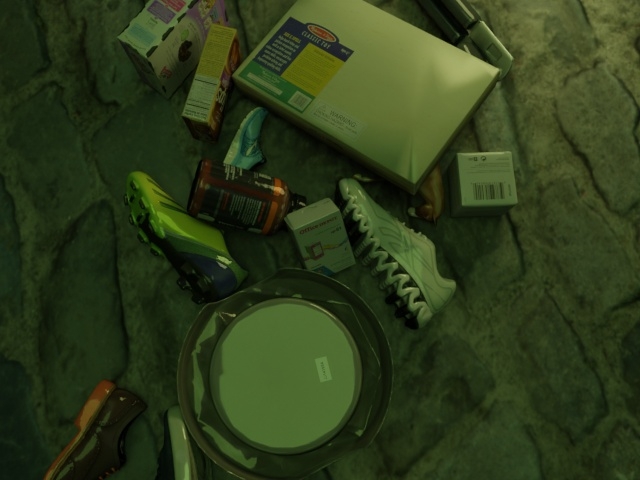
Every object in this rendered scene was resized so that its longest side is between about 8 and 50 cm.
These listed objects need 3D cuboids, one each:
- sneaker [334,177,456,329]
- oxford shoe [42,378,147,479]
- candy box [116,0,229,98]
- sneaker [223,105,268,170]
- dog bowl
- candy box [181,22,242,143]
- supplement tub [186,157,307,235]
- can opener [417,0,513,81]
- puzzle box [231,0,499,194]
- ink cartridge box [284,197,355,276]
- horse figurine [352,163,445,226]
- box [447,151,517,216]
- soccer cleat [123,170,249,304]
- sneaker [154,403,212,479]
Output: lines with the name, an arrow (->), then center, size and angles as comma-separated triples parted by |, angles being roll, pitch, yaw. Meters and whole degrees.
sneaker -> 0.126, 0.009, 1.117 | 0.118, 0.110, 0.292 | -32, 88, -15
oxford shoe -> -0.379, 0.371, 1.032 | 0.098, 0.097, 0.271 | 25, 79, -2
candy box -> -0.261, -0.381, 1.156 | 0.070, 0.165, 0.196 | 35, 79, 7
sneaker -> -0.130, -0.170, 1.175 | 0.073, 0.063, 0.162 | 24, 86, -10
dog bowl -> -0.056, 0.224, 1.063 | 0.348, 0.102, 0.349 | 0, 79, -1
candy box -> -0.196, -0.285, 1.165 | 0.053, 0.109, 0.187 | 15, 79, 3
supplement tub -> -0.126, -0.069, 1.110 | 0.197, 0.106, 0.106 | 15, 78, -15
can opener -> 0.261, -0.411, 1.207 | 0.093, 0.074, 0.280 | -21, 73, -42
puzzle box -> 0.077, -0.292, 1.154 | 0.409, 0.052, 0.272 | 34, 77, 18
ink cartridge box -> 0.000, 0.000, 1.099 | 0.088, 0.052, 0.122 | -25, 124, -8
horse figurine -> 0.173, -0.177, 1.170 | 0.174, 0.066, 0.263 | 18, 81, 10
box -> 0.289, -0.100, 1.143 | 0.101, 0.087, 0.102 | -2, 77, -1
soccer cleat -> -0.242, -0.013, 1.132 | 0.121, 0.093, 0.289 | -30, 73, -38
sneaker -> -0.251, 0.443, 1.002 | 0.148, 0.131, 0.350 | -9, 74, 4
